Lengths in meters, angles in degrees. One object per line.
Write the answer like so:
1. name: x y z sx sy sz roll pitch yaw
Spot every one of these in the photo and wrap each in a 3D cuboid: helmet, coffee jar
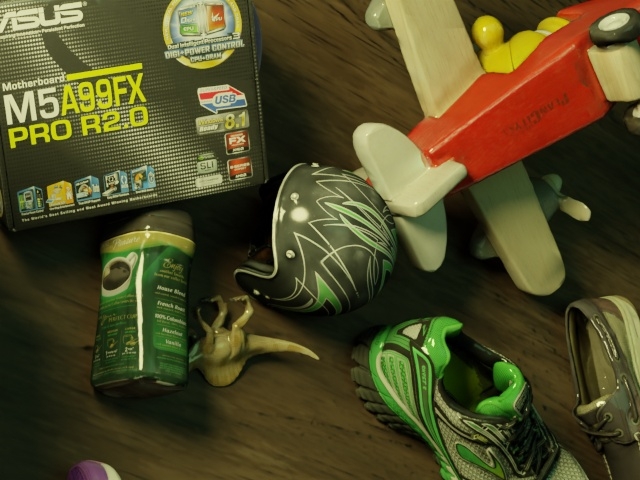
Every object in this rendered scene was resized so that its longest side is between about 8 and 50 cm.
1. helmet: 0.000 0.000 1.757 0.169 0.161 0.169 12 70 -35
2. coffee jar: -0.173 0.058 1.646 0.079 0.096 0.184 18 67 -42

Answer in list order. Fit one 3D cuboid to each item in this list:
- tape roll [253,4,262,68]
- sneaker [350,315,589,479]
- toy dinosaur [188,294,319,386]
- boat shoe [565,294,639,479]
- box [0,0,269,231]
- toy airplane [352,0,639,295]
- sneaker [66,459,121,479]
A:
1. tape roll: -0.159 -0.198 1.700 0.189 0.080 0.189 -8 104 -33
2. sneaker: 0.191 0.214 1.857 0.343 0.146 0.134 41 55 -23
3. toy dinosaur: -0.094 0.104 1.737 0.183 0.053 0.093 -12 100 -33
4. boat shoe: 0.350 0.204 2.020 0.092 0.103 0.285 3 72 -32
5. box: -0.191 -0.139 1.605 0.270 0.060 0.216 -11 108 -23
6. toy airplane: 0.177 -0.145 1.912 0.384 0.272 0.386 12 106 -25
7. sneaker: -0.247 0.308 1.523 0.104 0.095 0.236 22 65 -24
